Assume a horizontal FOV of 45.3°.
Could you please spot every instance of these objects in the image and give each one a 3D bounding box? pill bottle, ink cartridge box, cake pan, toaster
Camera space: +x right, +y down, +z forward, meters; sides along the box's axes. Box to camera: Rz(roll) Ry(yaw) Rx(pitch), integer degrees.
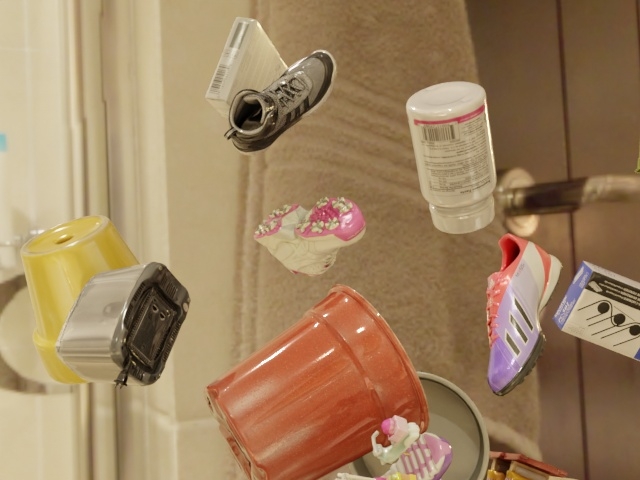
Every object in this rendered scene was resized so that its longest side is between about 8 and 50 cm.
[{"bbox_3d":[0.276,-0.167,1.580,0.160,0.283,0.160,-11,30,6],"label":"pill bottle"},{"bbox_3d":[-0.148,-0.335,1.643,0.066,0.189,0.232,16,-10,16],"label":"ink cartridge box"},{"bbox_3d":[0.196,0.411,1.563,0.293,0.293,0.054,-4,-2,15],"label":"cake pan"},{"bbox_3d":[-0.319,0.143,1.228,0.146,0.227,0.129,-6,-41,28],"label":"toaster"},{"bbox_3d":[0.444,0.112,1.076,0.207,0.097,0.046,22,16,-7],"label":"ink cartridge box"}]

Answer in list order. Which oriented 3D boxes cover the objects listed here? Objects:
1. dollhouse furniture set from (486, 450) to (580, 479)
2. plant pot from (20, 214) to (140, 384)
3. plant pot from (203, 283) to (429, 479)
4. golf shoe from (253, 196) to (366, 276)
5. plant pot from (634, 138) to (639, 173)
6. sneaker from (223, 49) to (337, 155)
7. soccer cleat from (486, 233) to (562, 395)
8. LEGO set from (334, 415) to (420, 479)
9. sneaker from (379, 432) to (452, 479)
[{"bbox_3d":[0.517,0.599,1.631,0.374,0.201,0.152,22,-17,-12],"label":"dollhouse furniture set"},{"bbox_3d":[-0.423,0.093,1.407,0.253,0.239,0.254,-15,22,6],"label":"plant pot"},{"bbox_3d":[-0.020,0.248,1.187,0.265,0.273,0.272,-28,6,-19],"label":"plant pot"},{"bbox_3d":[0.000,0.000,1.432,0.115,0.140,0.306,-44,21,-25],"label":"golf shoe"},{"bbox_3d":[0.508,-0.145,1.143,0.083,0.079,0.083,-4,-7,0],"label":"plant pot"},{"bbox_3d":[-0.078,-0.273,1.489,0.268,0.101,0.153,-43,-6,6],"label":"sneaker"},{"bbox_3d":[0.322,0.121,1.309,0.116,0.318,0.108,35,-39,-6],"label":"soccer cleat"},{"bbox_3d":[0.088,0.341,0.896,0.107,0.132,0.287,15,24,-20],"label":"LEGO set"},{"bbox_3d":[0.181,0.428,1.375,0.104,0.095,0.236,13,-50,-20],"label":"sneaker"}]
